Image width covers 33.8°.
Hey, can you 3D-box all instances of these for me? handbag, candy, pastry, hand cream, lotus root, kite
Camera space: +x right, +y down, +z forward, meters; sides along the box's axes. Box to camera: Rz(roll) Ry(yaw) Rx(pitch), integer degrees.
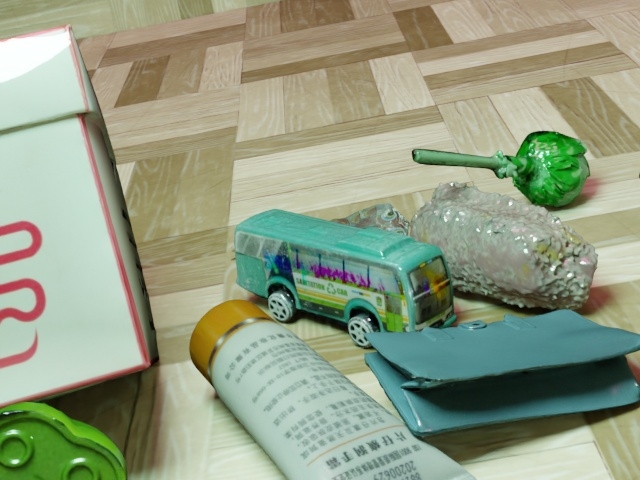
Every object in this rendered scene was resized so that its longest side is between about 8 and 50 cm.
[{"bbox_3d":[0.160,0.107,0.931,0.221,0.057,0.144,-7,17,-18],"label":"handbag"},{"bbox_3d":[0.203,-0.085,1.199,0.097,0.097,0.323,14,10,43],"label":"candy"},{"bbox_3d":[0.174,0.003,1.125,0.112,0.103,0.265,-6,16,-24],"label":"pastry"},{"bbox_3d":[-0.002,0.150,0.915,0.139,0.089,0.314,-14,28,-27],"label":"hand cream"},{"bbox_3d":[-0.234,0.201,0.837,0.186,0.186,0.186,-9,25,4],"label":"lotus root"},{"bbox_3d":[-0.001,-0.003,1.317,0.229,0.016,0.127,-14,22,-6],"label":"kite"}]

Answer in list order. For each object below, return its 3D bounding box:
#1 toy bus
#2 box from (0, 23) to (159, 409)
[{"bbox_3d":[0.019,0.037,1.122,0.261,0.109,0.091,13,28,39],"label":"toy bus"},{"bbox_3d":[-0.329,0.013,0.976,0.312,0.300,0.314,-16,-3,-8],"label":"box"}]
